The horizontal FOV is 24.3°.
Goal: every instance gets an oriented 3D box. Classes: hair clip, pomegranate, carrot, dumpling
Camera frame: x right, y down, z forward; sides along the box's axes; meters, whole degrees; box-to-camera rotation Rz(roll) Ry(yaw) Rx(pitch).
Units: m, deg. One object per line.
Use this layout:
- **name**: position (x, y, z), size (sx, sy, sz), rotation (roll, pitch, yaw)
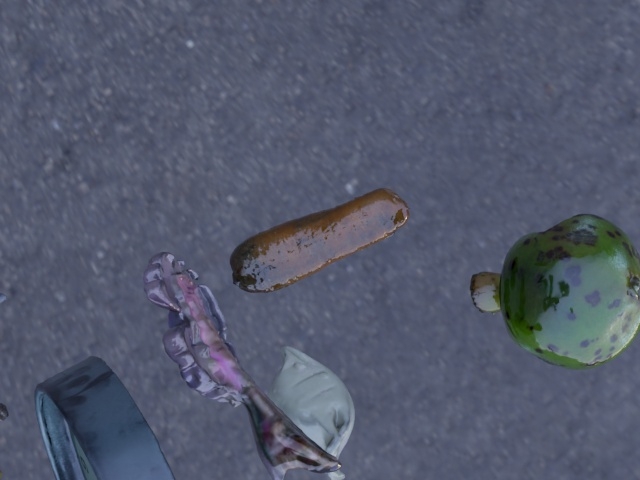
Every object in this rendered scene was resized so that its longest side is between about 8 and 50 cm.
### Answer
- **hair clip**: position (-0.095, 0.146, 1.597), size (0.069, 0.300, 0.173), rotation (-41, 162, 4)
- **pomegranate**: position (0.219, 0.057, 1.379), size (0.169, 0.122, 0.143), rotation (-11, 128, 18)
- **carrot**: position (0.000, 0.000, 1.439), size (0.186, 0.060, 0.060), rotation (-22, 125, 6)
- **dumpling**: position (-0.011, 0.219, 1.812), size (0.100, 0.169, 0.134), rotation (-35, 145, -28)

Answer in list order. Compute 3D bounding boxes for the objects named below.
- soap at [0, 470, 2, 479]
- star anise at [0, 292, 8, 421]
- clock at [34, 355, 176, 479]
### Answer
- **soap**: position (-0.539, 0.364, 1.758), size (0.281, 0.259, 0.143), rotation (-1, 101, 9)
- **star anise**: position (-0.377, 0.098, 1.344), size (0.231, 0.089, 0.209), rotation (18, 119, -20)
- **clock**: position (-0.185, 0.268, 1.420), size (0.066, 0.319, 0.319), rotation (-22, 124, -20)
